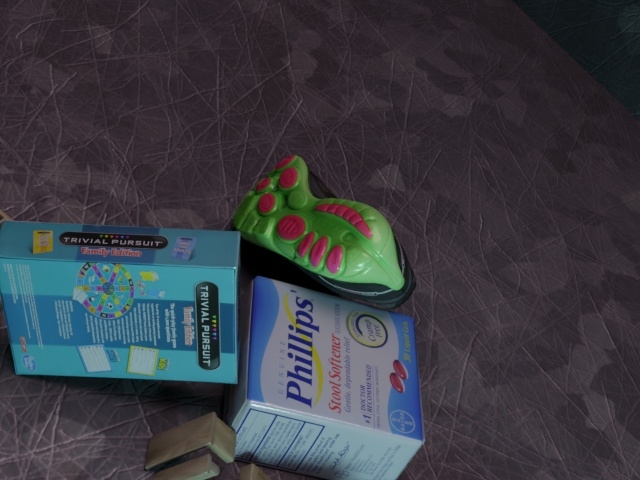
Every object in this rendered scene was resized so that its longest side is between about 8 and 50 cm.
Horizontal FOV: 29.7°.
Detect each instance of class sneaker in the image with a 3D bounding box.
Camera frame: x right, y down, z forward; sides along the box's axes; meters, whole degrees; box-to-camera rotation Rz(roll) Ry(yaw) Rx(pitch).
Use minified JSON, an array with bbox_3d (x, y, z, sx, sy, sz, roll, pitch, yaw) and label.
[{"bbox_3d":[0.000,0.000,2.087,0.202,0.185,0.483,48,-4,-32],"label":"sneaker"}]

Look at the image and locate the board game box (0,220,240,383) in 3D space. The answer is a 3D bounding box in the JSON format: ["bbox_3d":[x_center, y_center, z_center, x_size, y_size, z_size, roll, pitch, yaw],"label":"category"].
[{"bbox_3d":[-0.286,0.094,1.760,0.336,0.253,0.079,3,44,-1],"label":"board game box"}]

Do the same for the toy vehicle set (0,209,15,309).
[{"bbox_3d":[-0.560,0.050,1.887,0.166,0.035,0.267,37,42,9],"label":"toy vehicle set"}]

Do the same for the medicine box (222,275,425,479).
[{"bbox_3d":[0.000,0.228,1.931,0.289,0.149,0.263,16,43,-15],"label":"medicine box"}]

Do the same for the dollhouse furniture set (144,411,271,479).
[{"bbox_3d":[-0.169,0.369,1.790,0.151,0.123,0.144,48,30,-34],"label":"dollhouse furniture set"}]
